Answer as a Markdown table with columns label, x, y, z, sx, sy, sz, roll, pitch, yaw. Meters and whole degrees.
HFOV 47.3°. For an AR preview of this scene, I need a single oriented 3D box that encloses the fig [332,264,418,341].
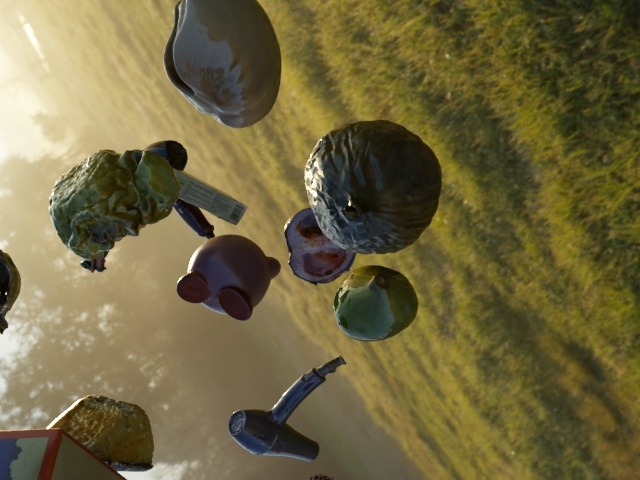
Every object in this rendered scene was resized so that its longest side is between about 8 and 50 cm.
| label | x | y | z | sx | sy | sz | roll | pitch | yaw |
| --- | --- | --- | --- | --- | --- | --- | --- | --- | --- |
| fig | 0.090 | 0.102 | 1.195 | 0.153 | 0.136 | 0.120 | -16 | 124 | 48 |

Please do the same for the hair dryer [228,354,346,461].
| label | x | y | z | sx | sy | sz | roll | pitch | yaw |
| --- | --- | --- | --- | --- | --- | --- | --- | --- | --- |
| hair dryer | -0.044 | 0.455 | 1.992 | 0.301 | 0.361 | 0.121 | 32 | -165 | -38 |

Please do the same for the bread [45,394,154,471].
| label | x | y | z | sx | sy | sz | roll | pitch | yaw |
| --- | --- | --- | --- | --- | --- | --- | --- | --- | --- |
| bread | -0.520 | 0.453 | 1.732 | 0.204 | 0.162 | 0.262 | 8 | 162 | 19 |

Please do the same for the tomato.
| label | x | y | z | sx | sy | sz | roll | pitch | yaw |
| --- | --- | --- | --- | --- | --- | --- | --- | --- | --- |
| tomato | 0.000 | 0.000 | 2.042 | 0.112 | 0.199 | 0.227 | -100 | 6 | -69 |

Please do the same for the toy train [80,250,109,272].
| label | x | y | z | sx | sy | sz | roll | pitch | yaw |
| --- | --- | --- | --- | --- | --- | --- | --- | --- | --- |
| toy train | -0.570 | 0.041 | 1.853 | 0.064 | 0.044 | 0.103 | 20 | 130 | 1 |

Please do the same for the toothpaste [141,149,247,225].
| label | x | y | z | sx | sy | sz | roll | pitch | yaw |
| --- | --- | --- | --- | --- | --- | --- | --- | --- | --- |
| toothpaste | -0.329 | -0.130 | 1.871 | 0.081 | 0.067 | 0.337 | 32 | -178 | 40 |

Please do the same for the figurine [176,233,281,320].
| label | x | y | z | sx | sy | sz | roll | pitch | yaw |
| --- | --- | --- | --- | --- | --- | --- | --- | --- | --- |
| figurine | -0.183 | 0.067 | 1.479 | 0.173 | 0.173 | 0.173 | 50 | 166 | 17 |

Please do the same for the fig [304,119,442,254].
| label | x | y | z | sx | sy | sz | roll | pitch | yaw |
| --- | --- | --- | --- | --- | --- | --- | --- | --- | --- |
| fig | 0.078 | -0.095 | 1.414 | 0.286 | 0.286 | 0.369 | 54 | -159 | 3 |

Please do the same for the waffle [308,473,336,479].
| label | x | y | z | sx | sy | sz | roll | pitch | yaw |
| --- | --- | --- | --- | --- | --- | --- | --- | --- | --- |
| waffle | 0.002 | 0.617 | 1.828 | 0.029 | 0.083 | 0.075 | -77 | 1 | -57 |

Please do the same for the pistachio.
| label | x | y | z | sx | sy | sz | roll | pitch | yaw |
| --- | --- | --- | --- | --- | --- | --- | --- | --- | --- |
| pistachio | -0.288 | -0.556 | 2.194 | 0.281 | 0.366 | 0.445 | -12 | 91 | 59 |

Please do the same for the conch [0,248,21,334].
| label | x | y | z | sx | sy | sz | roll | pitch | yaw |
| --- | --- | --- | --- | --- | --- | --- | --- | --- | --- |
| conch | -0.669 | 0.091 | 1.465 | 0.207 | 0.130 | 0.155 | 58 | 135 | 32 |

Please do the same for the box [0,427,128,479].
| label | x | y | z | sx | sy | sz | roll | pitch | yaw |
| --- | --- | --- | --- | --- | --- | --- | --- | --- | --- |
| box | -0.575 | 0.578 | 1.425 | 0.348 | 0.257 | 0.318 | 70 | -160 | -53 |

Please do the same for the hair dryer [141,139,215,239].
| label | x | y | z | sx | sy | sz | roll | pitch | yaw |
| --- | --- | --- | --- | --- | --- | --- | --- | --- | --- |
| hair dryer | -0.412 | -0.089 | 2.021 | 0.313 | 0.123 | 0.340 | -34 | 95 | 41 |

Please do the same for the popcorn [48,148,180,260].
| label | x | y | z | sx | sy | sz | roll | pitch | yaw |
| --- | --- | --- | --- | --- | --- | --- | --- | --- | --- |
| popcorn | -0.421 | -0.069 | 1.429 | 0.286 | 0.225 | 0.173 | 0 | 137 | 45 |
